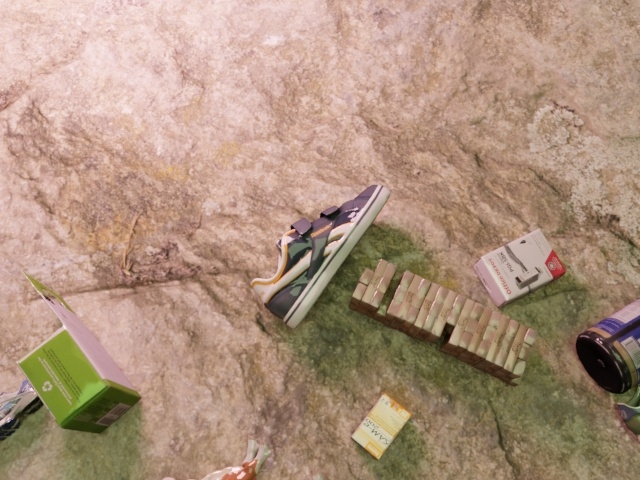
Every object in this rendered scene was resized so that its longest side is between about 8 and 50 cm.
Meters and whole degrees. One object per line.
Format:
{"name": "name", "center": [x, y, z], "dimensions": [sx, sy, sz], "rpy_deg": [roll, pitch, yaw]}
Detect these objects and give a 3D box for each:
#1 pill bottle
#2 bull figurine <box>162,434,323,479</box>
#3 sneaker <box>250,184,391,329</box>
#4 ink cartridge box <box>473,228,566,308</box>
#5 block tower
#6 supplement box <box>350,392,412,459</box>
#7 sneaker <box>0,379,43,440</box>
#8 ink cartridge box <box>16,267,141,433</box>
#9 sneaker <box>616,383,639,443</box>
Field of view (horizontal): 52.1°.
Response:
{"name": "pill bottle", "center": [0.582, 0.170, 1.170], "dimensions": [0.219, 0.123, 0.123], "rpy_deg": [-27, 73, -10]}
{"name": "bull figurine", "center": [-0.104, 0.436, 1.069], "dimensions": [0.310, 0.101, 0.188], "rpy_deg": [27, 70, 8]}
{"name": "sneaker", "center": [0.000, 0.000, 1.214], "dimensions": [0.127, 0.126, 0.321], "rpy_deg": [37, 75, 5]}
{"name": "ink cartridge box", "center": [0.376, 0.053, 1.241], "dimensions": [0.135, 0.056, 0.099], "rpy_deg": [-25, 74, -10]}
{"name": "block tower", "center": [0.223, 0.146, 1.186], "dimensions": [0.335, 0.097, 0.091], "rpy_deg": [25, 73, 6]}
{"name": "supplement box", "center": [0.106, 0.326, 1.148], "dimensions": [0.062, 0.036, 0.098], "rpy_deg": [37, 74, 11]}
{"name": "sneaker", "center": [-0.546, 0.298, 1.140], "dimensions": [0.058, 0.052, 0.135], "rpy_deg": [40, 67, 22]}
{"name": "ink cartridge box", "center": [-0.435, 0.191, 1.103], "dimensions": [0.097, 0.189, 0.255], "rpy_deg": [-40, 75, -12]}
{"name": "sneaker", "center": [0.612, 0.268, 1.165], "dimensions": [0.192, 0.064, 0.086], "rpy_deg": [-37, 80, -10]}
